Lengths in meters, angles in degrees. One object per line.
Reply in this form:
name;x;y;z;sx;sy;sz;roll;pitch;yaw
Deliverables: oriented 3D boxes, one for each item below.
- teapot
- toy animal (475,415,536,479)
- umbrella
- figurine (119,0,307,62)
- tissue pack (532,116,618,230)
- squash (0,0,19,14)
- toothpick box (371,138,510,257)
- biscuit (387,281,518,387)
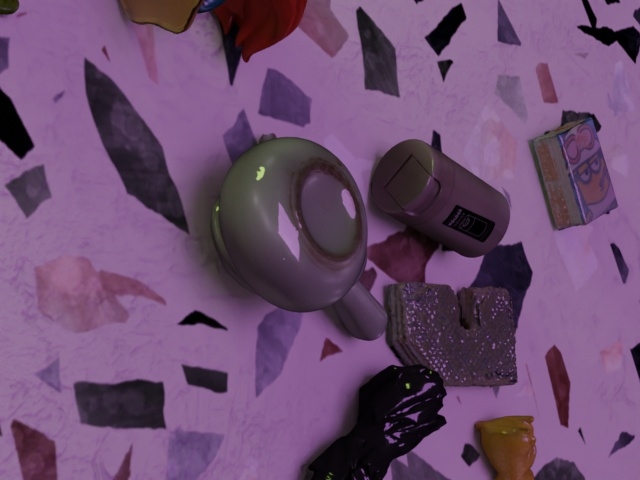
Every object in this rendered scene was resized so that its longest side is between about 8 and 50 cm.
teapot;-0.013;0.026;1.541;0.318;0.149;0.220;61;40;-17
toy animal;0.272;0.332;1.845;0.070;0.083;0.159;-50;133;-68
umbrella;0.044;0.274;1.596;0.340;0.118;0.118;-42;112;-37
figurine;-0.100;-0.324;1.508;0.257;0.181;0.208;-22;78;-41
tissue pack;0.406;-0.106;2.053;0.115;0.065;0.155;-26;100;-47
squash;-0.353;-0.250;1.337;0.089;0.027;0.027;0;83;-44
toothpick box;0.165;-0.056;1.766;0.180;0.111;0.111;28;63;-41
biscuit;0.189;0.131;1.800;0.250;0.046;0.147;7;78;-45
